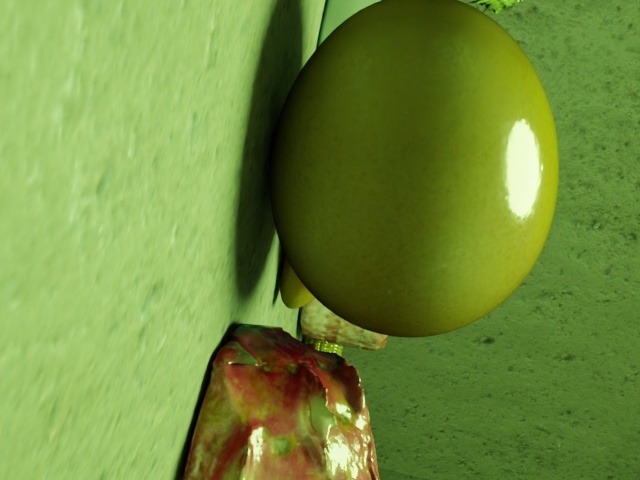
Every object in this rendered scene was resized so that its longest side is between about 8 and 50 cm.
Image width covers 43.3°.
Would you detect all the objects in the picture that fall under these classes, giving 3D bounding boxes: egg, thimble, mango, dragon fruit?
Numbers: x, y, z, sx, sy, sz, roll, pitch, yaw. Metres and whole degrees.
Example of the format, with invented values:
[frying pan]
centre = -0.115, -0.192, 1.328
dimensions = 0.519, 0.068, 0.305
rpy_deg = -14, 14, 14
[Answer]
[egg]
centre = 0.079, -0.058, 0.703
dimensions = 0.322, 0.250, 0.250
rpy_deg = 84, 17, -48
[thimble]
centre = 0.064, 0.071, 1.395
dimensions = 0.239, 0.162, 0.239
rpy_deg = 13, 90, -86
[mango]
centre = 0.000, 0.000, 0.936
dimensions = 0.102, 0.084, 0.184
rpy_deg = -70, 177, -56
[dragon fruit]
centre = -0.010, 0.148, 0.721
dimensions = 0.274, 0.161, 0.126
rpy_deg = -21, 125, -82

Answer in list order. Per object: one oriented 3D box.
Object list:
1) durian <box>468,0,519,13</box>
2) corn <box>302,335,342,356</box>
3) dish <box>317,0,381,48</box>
[durian]
centre = 0.169, -0.421, 0.918
dimensions = 0.394, 0.198, 0.163
rpy_deg = 60, 25, -46
[corn]
centre = -0.009, 0.250, 1.505
dimensions = 0.081, 0.081, 0.248
rpy_deg = 96, 8, -56
[dish]
centre = 0.078, -0.230, 0.966
dimensions = 0.273, 0.133, 0.273
rpy_deg = 12, 90, -87
